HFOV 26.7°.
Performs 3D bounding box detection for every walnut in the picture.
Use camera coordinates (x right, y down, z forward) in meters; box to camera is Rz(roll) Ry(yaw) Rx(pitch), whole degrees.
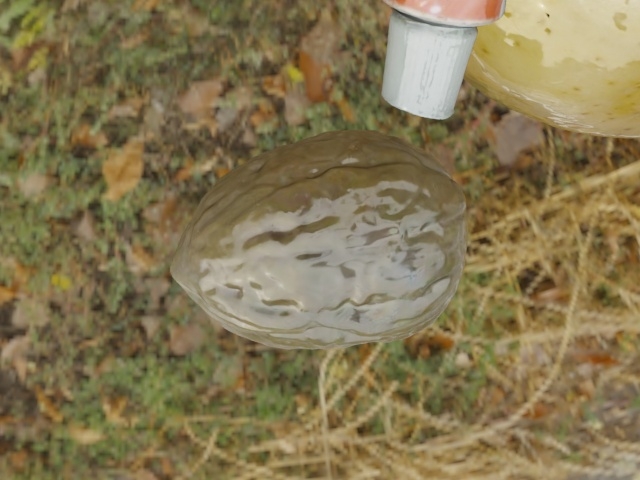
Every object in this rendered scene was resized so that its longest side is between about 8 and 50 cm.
[{"bbox_3d":[0.000,0.002,1.016,0.230,0.178,0.178,-10,131,-7],"label":"walnut"}]

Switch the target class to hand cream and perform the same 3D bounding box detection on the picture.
[{"bbox_3d":[0.045,-0.131,0.342,0.038,0.052,0.216,-4,120,-23],"label":"hand cream"}]

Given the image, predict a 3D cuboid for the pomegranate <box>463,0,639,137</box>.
[{"bbox_3d":[0.238,-0.233,1.007,0.409,0.410,0.410,-3,130,-4],"label":"pomegranate"}]
